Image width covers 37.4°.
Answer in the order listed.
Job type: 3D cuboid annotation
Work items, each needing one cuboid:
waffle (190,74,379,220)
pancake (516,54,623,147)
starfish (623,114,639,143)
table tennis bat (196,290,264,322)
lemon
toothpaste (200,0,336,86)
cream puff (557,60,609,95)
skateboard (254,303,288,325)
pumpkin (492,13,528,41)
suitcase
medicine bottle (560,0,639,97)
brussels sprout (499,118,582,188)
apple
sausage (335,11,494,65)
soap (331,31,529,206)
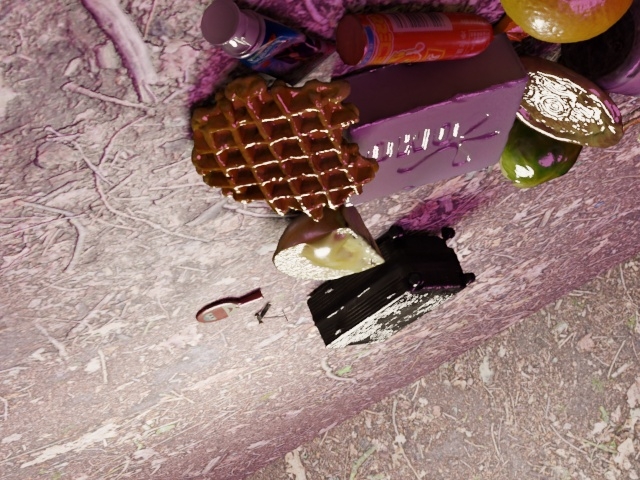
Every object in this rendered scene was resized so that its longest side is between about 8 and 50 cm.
[{"bbox_3d":[-0.049,-0.130,1.380,0.281,0.058,0.301,5,147,-4],"label":"waffle"},{"bbox_3d":[0.387,-0.229,1.576,0.031,0.250,0.250,-60,162,-11],"label":"pancake"},{"bbox_3d":[0.774,-0.286,2.080,0.247,0.050,0.138,-22,160,10],"label":"starfish"},{"bbox_3d":[-0.198,0.145,2.061,0.154,0.019,0.098,-21,158,-3],"label":"table tennis bat"},{"bbox_3d":[0.321,-0.356,1.231,0.187,0.187,0.244,-30,154,11],"label":"lemon"},{"bbox_3d":[-0.059,-0.254,1.242,0.096,0.061,0.266,-34,163,21],"label":"toothpaste"},{"bbox_3d":[0.447,-0.261,1.673,0.103,0.126,0.144,3,150,-6],"label":"cream puff"},{"bbox_3d":[-0.105,0.167,2.199,0.083,0.032,0.064,0,138,-42],"label":"skateboard"},{"bbox_3d":[0.312,-0.336,1.467,0.073,0.035,0.101,-6,154,-34],"label":"pumpkin"},{"bbox_3d":[0.156,0.112,2.195,0.229,0.152,0.335,2,149,-47],"label":"suitcase"},{"bbox_3d":[0.538,-0.317,1.560,0.273,0.165,0.165,-1,148,-40],"label":"medicine bottle"},{"bbox_3d":[0.417,-0.180,1.810,0.181,0.144,0.161,-51,-174,38],"label":"brussels sprout"},{"bbox_3d":[0.000,0.000,1.805,0.193,0.120,0.265,-18,159,15],"label":"apple"},{"bbox_3d":[0.149,-0.290,1.346,0.274,0.074,0.074,-11,155,-34],"label":"sausage"},{"bbox_3d":[0.162,-0.188,1.535,0.296,0.107,0.285,-17,158,-5],"label":"soap"}]
